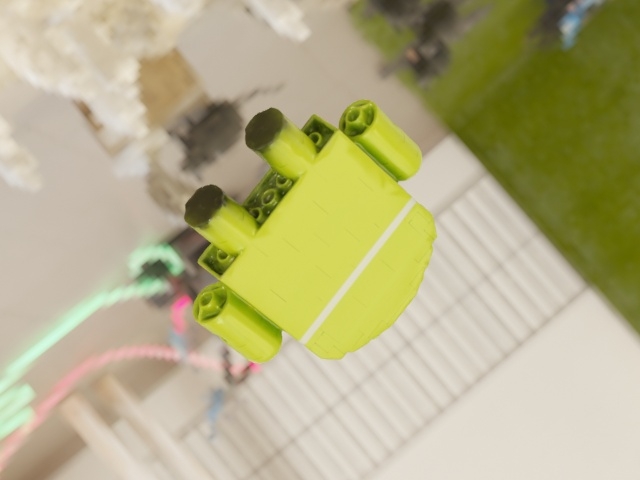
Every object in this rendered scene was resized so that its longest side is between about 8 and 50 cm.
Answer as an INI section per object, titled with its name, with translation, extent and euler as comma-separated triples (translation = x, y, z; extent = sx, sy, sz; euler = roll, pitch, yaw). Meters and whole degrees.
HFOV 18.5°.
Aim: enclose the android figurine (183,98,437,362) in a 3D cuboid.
[android figurine]
translation = 0.000, 0.000, 1.746
extent = 0.248, 0.056, 0.273
euler = -53, 134, -1
